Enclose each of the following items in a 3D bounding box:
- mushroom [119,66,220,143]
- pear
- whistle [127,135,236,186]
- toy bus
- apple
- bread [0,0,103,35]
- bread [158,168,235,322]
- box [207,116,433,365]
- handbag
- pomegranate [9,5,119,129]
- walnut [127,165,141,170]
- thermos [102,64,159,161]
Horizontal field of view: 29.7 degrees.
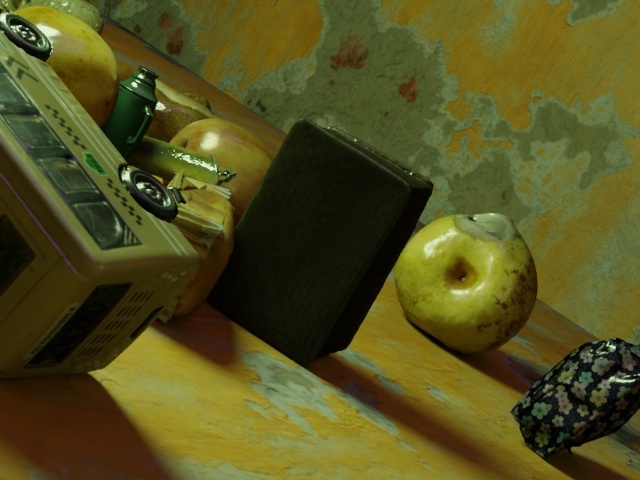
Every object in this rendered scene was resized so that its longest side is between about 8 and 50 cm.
[{"bbox_3d":[-0.283,-0.217,2.244,0.253,0.153,0.253,31,7,-4],"label":"mushroom"},{"bbox_3d":[0.261,0.080,2.155,0.271,0.271,0.271,29,9,-5],"label":"pear"},{"bbox_3d":[-0.282,-0.140,1.899,0.327,0.057,0.068,18,27,21],"label":"whistle"},{"bbox_3d":[-0.289,-0.061,1.065,0.365,0.177,0.202,49,20,16],"label":"toy bus"},{"bbox_3d":[-0.162,-0.111,1.995,0.199,0.199,0.199,29,9,-5],"label":"apple"},{"bbox_3d":[-0.612,-0.514,2.769,0.314,0.171,0.192,37,9,34],"label":"bread"},{"bbox_3d":[-0.167,0.005,1.450,0.107,0.136,0.241,31,9,-11],"label":"bread"},{"bbox_3d":[0.001,0.000,1.564,0.184,0.273,0.143,32,9,12],"label":"box"},{"bbox_3d":[0.409,0.223,1.785,0.126,0.229,0.208,54,23,20],"label":"handbag"},{"bbox_3d":[-0.397,-0.220,1.719,0.233,0.233,0.233,29,9,-5],"label":"pomegranate"},{"bbox_3d":[-0.267,-0.061,1.714,0.170,0.069,0.143,32,10,30],"label":"walnut"},{"bbox_3d":[-0.303,-0.175,1.832,0.073,0.187,0.083,27,8,-15],"label":"thermos"}]
